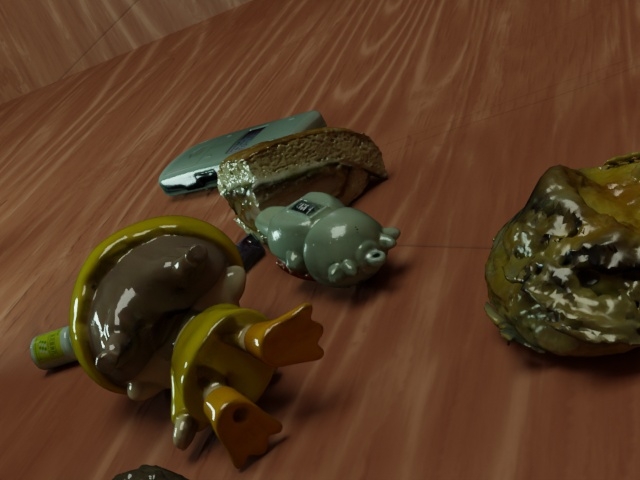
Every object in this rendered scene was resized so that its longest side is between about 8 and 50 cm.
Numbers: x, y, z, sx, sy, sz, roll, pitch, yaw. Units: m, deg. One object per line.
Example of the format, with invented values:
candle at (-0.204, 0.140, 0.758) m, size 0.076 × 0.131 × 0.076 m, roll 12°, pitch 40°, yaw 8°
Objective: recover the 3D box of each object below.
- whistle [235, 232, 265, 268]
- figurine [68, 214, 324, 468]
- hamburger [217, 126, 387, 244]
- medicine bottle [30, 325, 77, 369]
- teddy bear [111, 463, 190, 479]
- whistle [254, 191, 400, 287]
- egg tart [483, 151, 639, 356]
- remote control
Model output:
whistle at (-0.132, 0.049, 1.417) m, size 0.033 × 0.033 × 0.176 m, roll -4°, pitch 31°, yaw 44°
figurine at (-0.135, 0.091, 1.158) m, size 0.215 × 0.187 × 0.344 m, roll -47°, pitch 34°, yaw -15°
hamburger at (-0.030, -0.099, 1.499) m, size 0.208 × 0.135 × 0.155 m, roll -31°, pitch 24°, yaw -15°
medicine bottle at (-0.331, 0.136, 1.428) m, size 0.083 × 0.047 × 0.047 m, roll -19°, pitch 23°, yaw 21°
teddy bear at (-0.178, 0.257, 0.888) m, size 0.190 × 0.140 × 0.177 m, roll -32°, pitch 18°, yaw -35°
whistle at (-0.002, -0.001, 1.293) m, size 0.102 × 0.105 × 0.253 m, roll -4°, pitch 15°, yaw -35°
egg tart at (0.264, -0.006, 0.987) m, size 0.297 × 0.132 × 0.297 m, roll -18°, pitch 27°, yaw 10°
remote control at (-0.134, -0.137, 1.804) m, size 0.296 × 0.056 × 0.140 m, roll -12°, pitch 25°, yaw 36°
